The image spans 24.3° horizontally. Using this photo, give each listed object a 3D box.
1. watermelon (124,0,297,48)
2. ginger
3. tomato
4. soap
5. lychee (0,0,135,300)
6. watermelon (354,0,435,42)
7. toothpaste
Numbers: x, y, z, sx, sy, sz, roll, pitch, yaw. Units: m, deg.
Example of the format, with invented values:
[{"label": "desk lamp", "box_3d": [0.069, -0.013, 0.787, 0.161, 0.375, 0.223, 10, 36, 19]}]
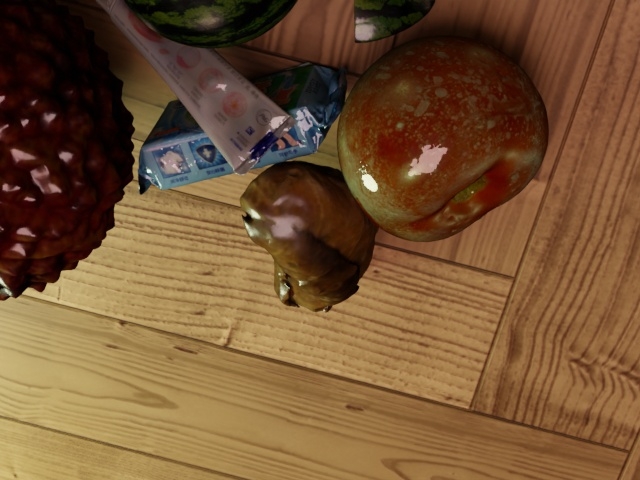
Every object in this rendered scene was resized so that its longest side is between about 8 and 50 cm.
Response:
[{"label": "watermelon", "box_3d": [-0.135, -0.355, 1.772, 0.269, 0.269, 0.269, 4, 123, 7]}, {"label": "ginger", "box_3d": [0.000, 0.000, 1.995, 0.172, 0.165, 0.321, -16, 150, 2]}, {"label": "tomato", "box_3d": [0.143, -0.137, 1.867, 0.270, 0.270, 0.222, -39, 64, 28]}, {"label": "soap", "box_3d": [-0.100, -0.150, 1.946, 0.293, 0.156, 0.077, -13, 116, 17]}, {"label": "lychee", "box_3d": [-0.462, -0.144, 1.868, 0.500, 0.425, 0.424, 36, 128, 27]}, {"label": "watermelon", "box_3d": [0.066, -0.300, 1.868, 0.125, 0.135, 0.094, 37, 157, -17]}, {"label": "toothpaste", "box_3d": [-0.170, -0.225, 1.878, 0.100, 0.066, 0.323, -44, 75, 4]}]
